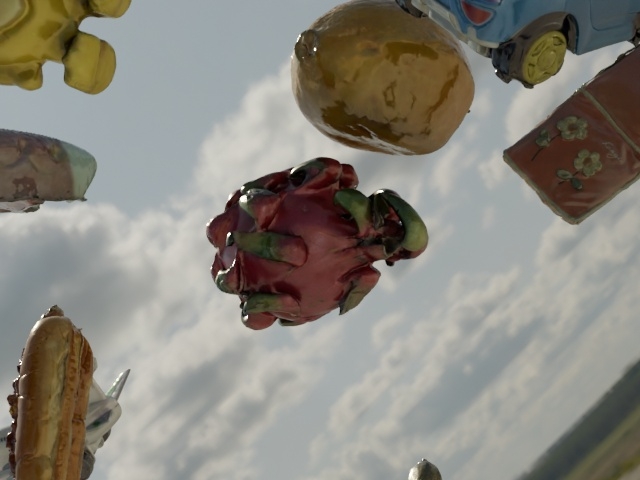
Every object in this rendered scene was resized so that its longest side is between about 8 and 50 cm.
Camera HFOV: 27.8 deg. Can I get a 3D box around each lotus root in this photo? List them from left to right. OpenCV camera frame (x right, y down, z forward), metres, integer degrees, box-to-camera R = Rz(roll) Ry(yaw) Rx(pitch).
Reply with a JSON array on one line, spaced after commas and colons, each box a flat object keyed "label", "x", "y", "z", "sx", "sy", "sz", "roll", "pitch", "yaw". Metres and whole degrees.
[{"label": "lotus root", "x": 0.149, "y": 0.347, "z": 1.829, "sx": 0.049, "sy": 0.054, "sz": 0.099, "roll": -19, "pitch": 32, "yaw": 19}]

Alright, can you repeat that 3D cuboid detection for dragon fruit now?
[{"label": "dragon fruit", "x": -0.004, "y": -0.005, "z": 1.470, "sx": 0.272, "sy": 0.198, "sz": 0.218, "roll": -23, "pitch": -44, "yaw": 16}]

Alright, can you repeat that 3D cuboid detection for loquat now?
[{"label": "loquat", "x": 0.074, "y": -0.183, "z": 1.464, "sx": 0.187, "sy": 0.234, "sz": 0.176, "roll": 33, "pitch": 103, "yaw": 63}]

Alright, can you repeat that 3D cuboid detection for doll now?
[{"label": "doll", "x": -0.173, "y": -0.126, "z": 0.573, "sx": 0.188, "sy": 0.145, "sz": 0.096, "roll": -7, "pitch": -1, "yaw": 24}]

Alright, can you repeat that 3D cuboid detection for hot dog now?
[{"label": "hot dog", "x": -0.283, "y": 0.182, "z": 1.333, "sx": 0.076, "sy": 0.249, "sz": 0.102, "roll": -5, "pitch": -31, "yaw": 8}]

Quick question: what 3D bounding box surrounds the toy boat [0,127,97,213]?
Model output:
[{"label": "toy boat", "x": -0.289, "y": -0.062, "z": 0.970, "sx": 0.227, "sy": 0.085, "sz": 0.155, "roll": -3, "pitch": 0, "yaw": -37}]

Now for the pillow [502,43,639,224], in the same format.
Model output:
[{"label": "pillow", "x": 0.317, "y": -0.120, "z": 1.394, "sx": 0.232, "sy": 0.126, "sz": 0.043, "roll": -38, "pitch": -21, "yaw": -8}]

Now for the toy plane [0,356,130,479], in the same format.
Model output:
[{"label": "toy plane", "x": -0.339, "y": 0.252, "z": 1.594, "sx": 0.255, "sy": 0.101, "sz": 0.251, "roll": -31, "pitch": 19, "yaw": 19}]

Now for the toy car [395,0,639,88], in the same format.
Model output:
[{"label": "toy car", "x": 0.219, "y": -0.265, "z": 1.192, "sx": 0.314, "sy": 0.198, "sz": 0.166, "roll": -18, "pitch": -45, "yaw": -27}]
